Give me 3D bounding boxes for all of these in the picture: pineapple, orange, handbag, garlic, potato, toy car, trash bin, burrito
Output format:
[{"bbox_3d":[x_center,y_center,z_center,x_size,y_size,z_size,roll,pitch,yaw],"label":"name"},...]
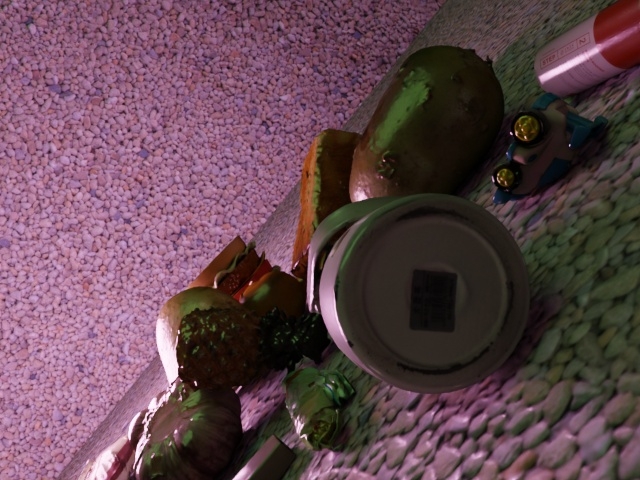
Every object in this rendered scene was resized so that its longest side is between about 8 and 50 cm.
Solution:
[{"bbox_3d":[-0.108,0.185,1.208,0.279,0.157,0.158,-6,17,2],"label":"pineapple"},{"bbox_3d":[-0.105,0.140,1.522,0.157,0.134,0.156,-25,11,5],"label":"orange"},{"bbox_3d":[-0.544,0.601,1.719,0.235,0.127,0.213,-46,13,28],"label":"handbag"},{"bbox_3d":[-0.241,0.366,1.259,0.245,0.160,0.245,-22,43,22],"label":"garlic"},{"bbox_3d":[0.193,-0.187,1.252,0.359,0.219,0.270,-60,4,-14],"label":"potato"},{"bbox_3d":[0.306,-0.113,0.925,0.126,0.098,0.161,-22,-45,-50],"label":"toy car"},{"bbox_3d":[-0.247,0.208,1.444,0.242,0.243,0.285,-55,-15,-25],"label":"potato"},{"bbox_3d":[-0.081,0.339,1.006,0.092,0.043,0.061,-48,10,-12],"label":"trash bin"},{"bbox_3d":[-0.003,0.236,1.020,0.104,0.054,0.288,-48,9,-1],"label":"burrito"}]

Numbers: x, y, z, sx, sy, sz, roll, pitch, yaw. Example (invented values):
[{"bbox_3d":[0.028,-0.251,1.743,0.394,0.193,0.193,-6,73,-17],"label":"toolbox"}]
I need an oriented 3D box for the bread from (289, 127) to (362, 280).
[{"bbox_3d":[0.033,-0.073,1.483,0.195,0.149,0.344,122,157,-57],"label":"bread"}]

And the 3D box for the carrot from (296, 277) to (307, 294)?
[{"bbox_3d":[-0.039,0.104,1.612,0.161,0.055,0.055,-41,12,7],"label":"carrot"}]

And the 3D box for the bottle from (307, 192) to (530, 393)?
[{"bbox_3d":[0.094,0.055,0.849,0.229,0.229,0.352,-51,3,-7],"label":"bottle"}]

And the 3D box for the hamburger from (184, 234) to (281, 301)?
[{"bbox_3d":[-0.217,0.144,1.737,0.274,0.212,0.274,-46,3,3],"label":"hamburger"}]

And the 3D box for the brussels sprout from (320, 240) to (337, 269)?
[{"bbox_3d":[0.061,0.050,1.214,0.155,0.117,0.155,-47,1,1],"label":"brussels sprout"}]

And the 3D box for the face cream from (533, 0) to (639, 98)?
[{"bbox_3d":[0.418,-0.286,0.991,0.096,0.096,0.214,-53,12,-19],"label":"face cream"}]
